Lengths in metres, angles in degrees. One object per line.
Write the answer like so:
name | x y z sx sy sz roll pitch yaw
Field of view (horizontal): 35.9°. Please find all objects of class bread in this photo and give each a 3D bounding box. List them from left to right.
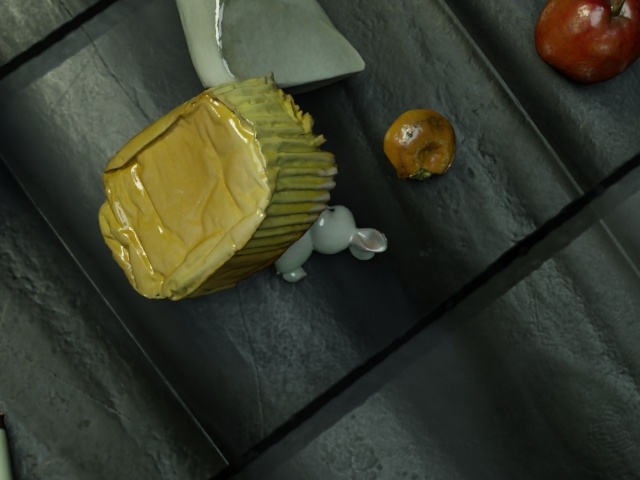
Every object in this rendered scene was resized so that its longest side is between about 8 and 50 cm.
bread | -0.103 -0.048 0.979 0.250 0.133 0.179 -40 68 35

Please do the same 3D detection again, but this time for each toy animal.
toy animal | -0.002 -0.006 1.066 0.124 0.071 0.085 -20 86 -7

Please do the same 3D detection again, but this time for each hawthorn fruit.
hawthorn fruit | 0.307 -0.232 1.095 0.125 0.140 0.125 -10 115 -23

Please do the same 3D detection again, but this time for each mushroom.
mushroom | -0.094 -0.345 1.065 0.177 0.126 0.397 -15 86 -23

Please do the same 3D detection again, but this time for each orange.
orange | 0.107 -0.108 1.090 0.086 0.062 0.086 -15 124 -24

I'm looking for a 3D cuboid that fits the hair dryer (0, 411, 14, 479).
hair dryer | -0.319 0.322 0.967 0.128 0.203 0.362 -3 63 -28
